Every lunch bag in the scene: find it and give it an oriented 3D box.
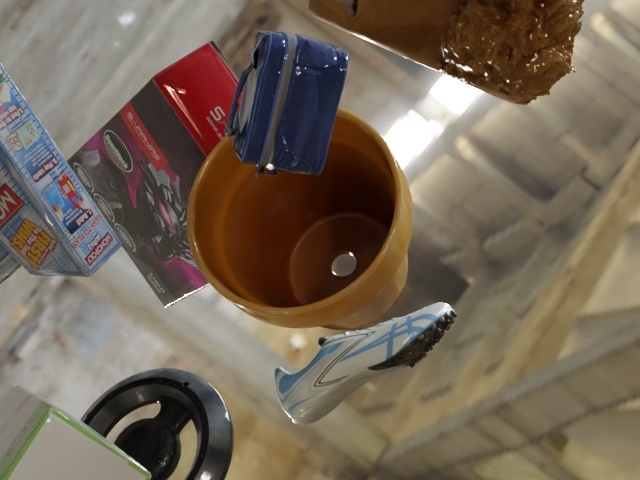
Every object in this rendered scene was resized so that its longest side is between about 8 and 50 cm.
[{"bbox_3d":[-0.026,-0.088,0.957,0.067,0.065,0.098,-134,-124,-76],"label":"lunch bag"}]

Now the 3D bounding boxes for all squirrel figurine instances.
[{"bbox_3d":[0.220,-0.376,1.759,0.370,0.281,0.397,-66,-151,9],"label":"squirrel figurine"}]

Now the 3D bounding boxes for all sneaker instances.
[{"bbox_3d":[0.052,0.132,1.730,0.237,0.086,0.085,-29,159,-4],"label":"sneaker"}]

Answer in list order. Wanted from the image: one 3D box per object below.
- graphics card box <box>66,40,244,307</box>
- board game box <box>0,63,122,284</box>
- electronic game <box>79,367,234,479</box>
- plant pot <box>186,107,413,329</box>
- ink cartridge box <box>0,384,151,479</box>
[{"bbox_3d":[-0.157,-0.064,1.694,0.094,0.233,0.371,-37,-174,-26],"label":"graphics card box"},{"bbox_3d":[-0.280,-0.029,1.271,0.194,0.194,0.060,-38,-172,40],"label":"board game box"},{"bbox_3d":[-0.211,0.261,1.758,0.229,0.229,0.048,-55,144,-15],"label":"electronic game"},{"bbox_3d":[0.000,0.000,1.383,0.205,0.205,0.188,-54,155,-7],"label":"plant pot"},{"bbox_3d":[-0.297,0.263,1.425,0.207,0.119,0.353,-57,-166,-10],"label":"ink cartridge box"}]
